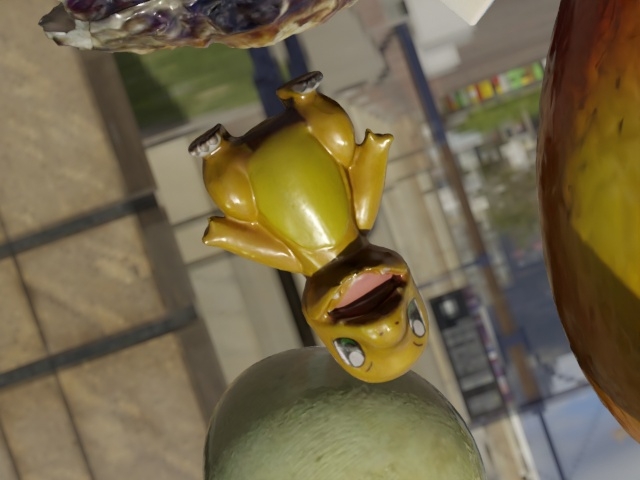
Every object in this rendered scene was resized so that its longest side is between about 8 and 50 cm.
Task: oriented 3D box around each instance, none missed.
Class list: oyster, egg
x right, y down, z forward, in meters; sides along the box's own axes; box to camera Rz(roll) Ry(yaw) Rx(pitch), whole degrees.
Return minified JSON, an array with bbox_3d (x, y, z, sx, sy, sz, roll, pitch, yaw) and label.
[{"bbox_3d":[-0.089,-0.199,1.337,0.271,0.100,0.275,-7,-168,7],"label":"oyster"},{"bbox_3d":[0.011,0.193,1.364,0.218,0.218,0.295,-20,-155,-18],"label":"egg"}]

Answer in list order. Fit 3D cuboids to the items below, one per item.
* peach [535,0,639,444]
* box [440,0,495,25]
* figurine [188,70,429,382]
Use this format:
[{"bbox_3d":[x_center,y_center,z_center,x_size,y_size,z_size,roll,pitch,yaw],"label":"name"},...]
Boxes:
[{"bbox_3d":[0.224,-0.079,0.640,0.242,0.380,0.306,13,180,-7],"label":"peach"},{"bbox_3d":[0.062,-0.305,1.106,0.048,0.265,0.273,-49,178,-33],"label":"box"},{"bbox_3d":[0.001,0.002,0.957,0.121,0.176,0.122,-29,171,-7],"label":"figurine"}]
